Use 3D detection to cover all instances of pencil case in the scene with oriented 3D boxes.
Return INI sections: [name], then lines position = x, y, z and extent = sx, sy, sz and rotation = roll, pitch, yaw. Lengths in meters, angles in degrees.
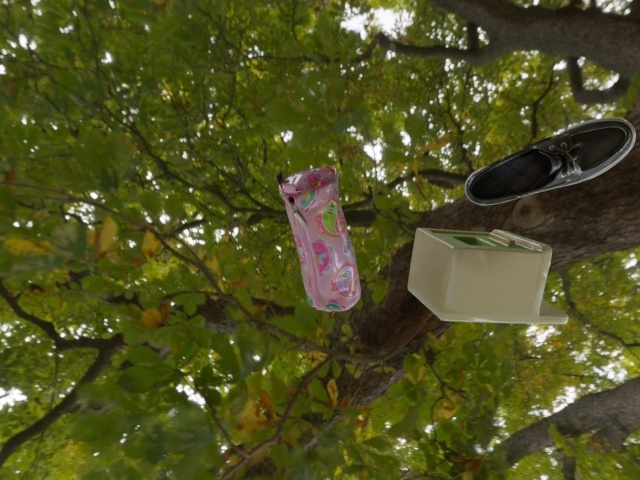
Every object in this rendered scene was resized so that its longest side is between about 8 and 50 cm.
[pencil case]
position = 0.000, 0.000, 0.877
extent = 0.124, 0.284, 0.124
rotation = -10, -152, 6

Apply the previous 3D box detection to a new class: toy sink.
[toy sink]
position = 0.293, 0.053, 0.785
extent = 0.234, 0.153, 0.131
rotation = 4, -77, -11

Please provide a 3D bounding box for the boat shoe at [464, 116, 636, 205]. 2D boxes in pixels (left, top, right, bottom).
[boat shoe]
position = 0.312, -0.106, 0.633
extent = 0.228, 0.076, 0.080
rotation = -17, -88, 24
